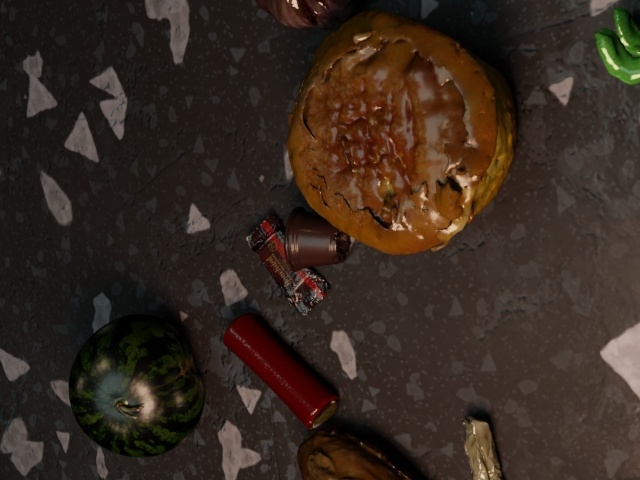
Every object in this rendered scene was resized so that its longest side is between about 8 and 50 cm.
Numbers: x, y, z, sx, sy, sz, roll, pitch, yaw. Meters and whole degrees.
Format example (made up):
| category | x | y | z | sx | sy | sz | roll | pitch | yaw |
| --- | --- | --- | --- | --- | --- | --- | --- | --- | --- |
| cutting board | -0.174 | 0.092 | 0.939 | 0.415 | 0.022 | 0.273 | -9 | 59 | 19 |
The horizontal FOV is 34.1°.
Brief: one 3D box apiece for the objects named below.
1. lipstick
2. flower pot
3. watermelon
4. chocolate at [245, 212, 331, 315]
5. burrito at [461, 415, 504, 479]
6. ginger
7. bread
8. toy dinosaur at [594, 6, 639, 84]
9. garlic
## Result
| category | x | y | z | sx | sy | sz | roll | pitch | yaw |
| --- | --- | --- | --- | --- | --- | --- | --- | --- | --- |
| lipstick | -0.071 | 0.229 | 1.843 | 0.241 | 0.080 | 0.080 | 42 | 120 | 25 |
| flower pot | 0.000 | 0.000 | 1.746 | 0.089 | 0.111 | 0.111 | 4 | 100 | 21 |
| watermelon | -0.346 | 0.273 | 1.960 | 0.269 | 0.269 | 0.269 | 7 | 102 | 36 |
| chocolate | -0.058 | 0.041 | 1.835 | 0.086 | 0.028 | 0.182 | -48 | 70 | 25 |
| burrito | 0.258 | 0.384 | 1.633 | 0.063 | 0.058 | 0.230 | -11 | 93 | 33 |
| ginger | 0.078 | 0.419 | 1.712 | 0.165 | 0.172 | 0.321 | -41 | 64 | -7 |
| bread | 0.128 | -0.163 | 1.551 | 0.358 | 0.204 | 0.337 | 35 | 119 | 32 |
| toy dinosaur | 0.555 | -0.235 | 1.284 | 0.374 | 0.144 | 0.500 | -26 | 85 | 25 |
| garlic | -0.022 | -0.450 | 1.641 | 0.245 | 0.160 | 0.245 | 2 | 94 | 29 |
